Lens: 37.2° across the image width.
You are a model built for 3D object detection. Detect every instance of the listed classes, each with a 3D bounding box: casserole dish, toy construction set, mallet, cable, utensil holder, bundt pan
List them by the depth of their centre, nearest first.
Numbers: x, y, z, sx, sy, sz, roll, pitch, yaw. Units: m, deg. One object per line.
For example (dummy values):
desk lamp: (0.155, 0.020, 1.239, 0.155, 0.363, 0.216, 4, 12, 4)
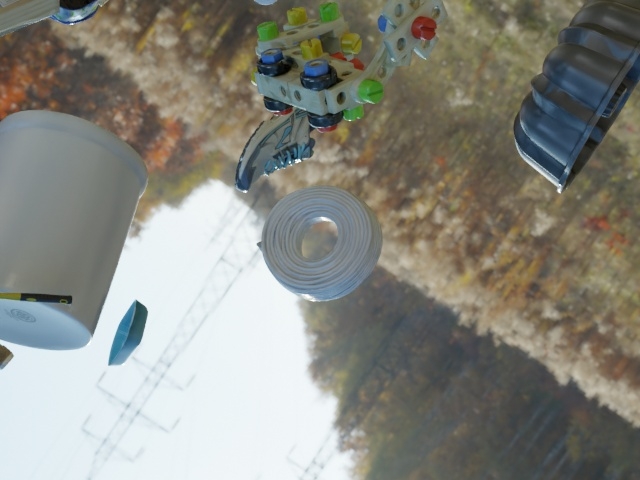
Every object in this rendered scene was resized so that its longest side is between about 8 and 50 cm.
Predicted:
toy construction set: (0.027, -0.253, 1.320, 0.328, 0.215, 0.151, 8, 123, 56)
bundt pan: (0.412, -0.243, 1.488, 0.124, 0.330, 0.331, 32, 180, 15)
mallet: (-0.526, 0.090, 1.643, 0.190, 0.062, 0.039, -1, -148, -22)
utensil holder: (-0.551, -0.011, 1.910, 0.328, 0.385, 0.327, 8, 152, 4)
casserole dish: (-0.408, 0.201, 2.022, 0.037, 0.114, 0.188, 19, 144, -17)
cable: (0.000, 0.000, 2.043, 0.257, 0.257, 0.089, 54, -177, 27)

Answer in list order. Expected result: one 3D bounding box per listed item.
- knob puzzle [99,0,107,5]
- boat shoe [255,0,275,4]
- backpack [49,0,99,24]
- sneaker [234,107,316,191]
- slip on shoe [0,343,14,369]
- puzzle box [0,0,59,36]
knob puzzle: (-0.442, -0.597, 1.903, 0.213, 0.213, 0.030, 34, 169, -7)
boat shoe: (-0.122, -0.714, 2.238, 0.108, 0.301, 0.102, 3, -151, 7)
backpack: (-0.433, -0.423, 1.612, 0.114, 0.105, 0.084, 48, 149, 5)
sneaker: (-0.077, -0.204, 2.012, 0.122, 0.283, 0.110, 33, 156, 3)
slip on shoe: (-0.765, 0.271, 2.266, 0.041, 0.051, 0.135, 45, 171, -22)
puzzle box: (-0.644, -0.378, 1.439, 0.272, 0.409, 0.052, 47, 150, 18)
